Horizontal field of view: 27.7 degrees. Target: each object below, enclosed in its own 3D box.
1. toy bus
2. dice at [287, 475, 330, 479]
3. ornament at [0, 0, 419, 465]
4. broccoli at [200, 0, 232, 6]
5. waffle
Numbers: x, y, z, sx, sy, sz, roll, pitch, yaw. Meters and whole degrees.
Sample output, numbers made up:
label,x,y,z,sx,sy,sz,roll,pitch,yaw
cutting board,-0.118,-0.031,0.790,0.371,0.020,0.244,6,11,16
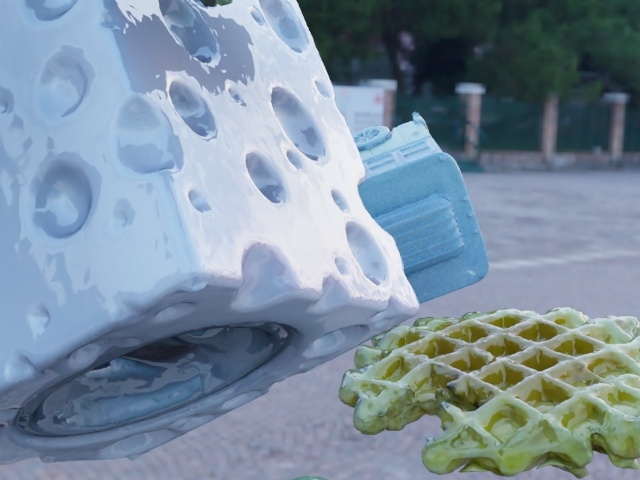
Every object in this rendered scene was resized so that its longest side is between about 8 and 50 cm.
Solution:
label,x,y,z,sx,sy,sz,roll,pitch,yaw
toy bus,0.000,0.000,1.375,0.312,0.152,0.190,-20,21,1
dice,-0.049,0.421,1.252,0.287,0.297,0.300,-31,-17,-23
ornament,-0.129,-0.020,0.762,0.239,0.240,0.240,-30,-20,23
broccoli,-0.021,-0.265,0.581,0.272,0.324,0.334,37,-10,32
waffle,0.146,0.108,1.030,0.261,0.056,0.250,-4,21,6
